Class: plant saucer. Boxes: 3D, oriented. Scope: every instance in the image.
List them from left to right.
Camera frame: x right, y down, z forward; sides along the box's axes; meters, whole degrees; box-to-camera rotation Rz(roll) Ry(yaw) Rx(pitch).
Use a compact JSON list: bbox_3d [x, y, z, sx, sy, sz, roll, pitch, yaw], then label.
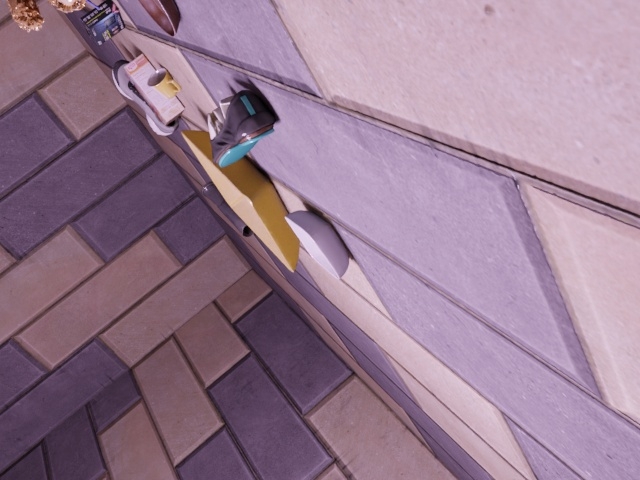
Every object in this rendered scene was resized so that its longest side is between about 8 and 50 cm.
[{"bbox_3d":[-0.293,-0.430,1.143,0.168,0.029,0.168,50,171,10],"label":"plant saucer"},{"bbox_3d":[-0.178,-0.114,1.675,0.333,0.081,0.332,45,169,35],"label":"plant saucer"}]

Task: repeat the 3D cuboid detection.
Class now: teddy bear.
[{"bbox_3d":[-0.550,-0.548,1.329,0.338,0.113,0.245,0,97,37],"label":"teddy bear"}]

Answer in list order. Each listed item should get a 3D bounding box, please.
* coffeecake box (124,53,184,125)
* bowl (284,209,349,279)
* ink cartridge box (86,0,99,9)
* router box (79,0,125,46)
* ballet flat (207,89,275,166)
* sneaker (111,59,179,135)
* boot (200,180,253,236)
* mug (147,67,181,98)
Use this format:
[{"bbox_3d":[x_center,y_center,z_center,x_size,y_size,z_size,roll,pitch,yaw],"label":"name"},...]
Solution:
[{"bbox_3d":[-0.474,-0.426,1.899,0.185,0.068,0.142,53,171,-13],"label":"coffeecake box"},{"bbox_3d":[0.000,0.000,1.354,0.142,0.053,0.142,57,168,-32],"label":"bowl"},{"bbox_3d":[-0.640,-0.686,1.558,0.311,0.065,0.186,50,-171,20],"label":"ink cartridge box"},{"bbox_3d":[-0.554,-0.555,1.698,0.038,0.092,0.122,51,171,-1],"label":"router box"},{"bbox_3d":[-0.146,-0.203,1.174,0.096,0.095,0.280,62,159,-6],"label":"ballet flat"},{"bbox_3d":[-0.530,-0.446,2.059,0.271,0.100,0.108,51,158,-26],"label":"sneaker"},{"bbox_3d":[-0.347,-0.114,2.504,0.208,0.076,0.190,54,-173,25],"label":"boot"},{"bbox_3d":[-0.395,-0.391,1.694,0.078,0.062,0.064,51,-179,43],"label":"mug"}]
